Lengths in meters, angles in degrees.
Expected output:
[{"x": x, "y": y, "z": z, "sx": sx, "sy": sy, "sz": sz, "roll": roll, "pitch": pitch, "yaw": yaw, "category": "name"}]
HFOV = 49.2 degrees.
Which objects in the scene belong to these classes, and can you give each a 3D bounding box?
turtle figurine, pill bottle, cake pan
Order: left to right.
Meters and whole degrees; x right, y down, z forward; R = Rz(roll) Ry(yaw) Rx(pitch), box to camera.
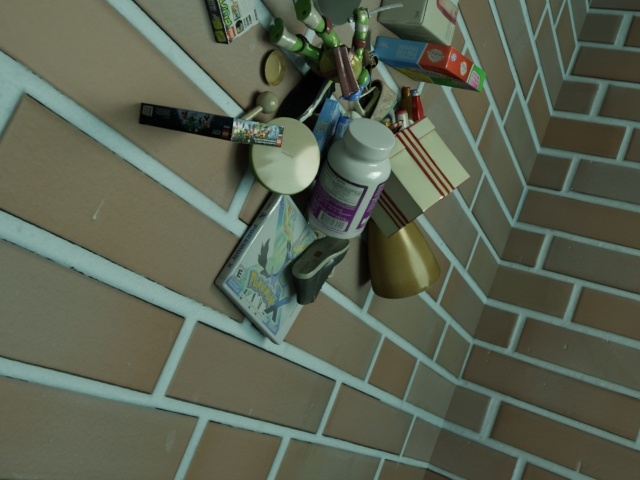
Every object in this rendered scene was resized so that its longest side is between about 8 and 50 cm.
[{"x": 0.017, "y": -0.494, "z": 1.680, "sx": 0.266, "sy": 0.198, "sz": 0.274, "roll": 23, "pitch": 82, "yaw": -43, "category": "turtle figurine"}, {"x": 0.031, "y": -0.668, "z": 1.738, "sx": 0.293, "sy": 0.054, "sz": 0.293, "roll": -32, "pitch": 130, "yaw": -49, "category": "cake pan"}, {"x": 0.082, "y": -0.160, "z": 1.806, "sx": 0.169, "sy": 0.169, "sz": 0.301, "roll": -38, "pitch": 159, "yaw": -46, "category": "pill bottle"}]

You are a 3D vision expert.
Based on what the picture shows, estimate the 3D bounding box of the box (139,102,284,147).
[{"x": -0.211, "y": -0.225, "z": 1.362, "sx": 0.159, "sy": 0.233, "sz": 0.044, "roll": -4, "pitch": 106, "yaw": -58, "category": "box"}]

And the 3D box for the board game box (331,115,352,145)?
[{"x": 0.056, "y": -0.286, "z": 1.864, "sx": 0.090, "sy": 0.020, "sz": 0.090, "roll": -39, "pitch": 149, "yaw": -74, "category": "board game box"}]

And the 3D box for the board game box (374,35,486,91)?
[{"x": 0.337, "y": -0.535, "z": 2.128, "sx": 0.317, "sy": 0.242, "sz": 0.064, "roll": 4, "pitch": 102, "yaw": -59, "category": "board game box"}]

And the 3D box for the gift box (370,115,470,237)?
[{"x": 0.228, "y": -0.188, "z": 2.013, "sx": 0.276, "sy": 0.258, "sz": 0.255, "roll": -33, "pitch": 176, "yaw": -36, "category": "gift box"}]

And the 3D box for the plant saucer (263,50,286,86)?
[{"x": -0.111, "y": -0.409, "z": 1.661, "sx": 0.083, "sy": 0.015, "sz": 0.083, "roll": -33, "pitch": 131, "yaw": -50, "category": "plant saucer"}]

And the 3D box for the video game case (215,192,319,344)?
[{"x": -0.111, "y": 0.076, "z": 1.838, "sx": 0.299, "sy": 0.036, "sz": 0.329, "roll": -59, "pitch": 142, "yaw": -21, "category": "video game case"}]

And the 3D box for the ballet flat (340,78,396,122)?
[{"x": 0.115, "y": -0.348, "z": 2.008, "sx": 0.106, "sy": 0.108, "sz": 0.316, "roll": 52, "pitch": 52, "yaw": -31, "category": "ballet flat"}]

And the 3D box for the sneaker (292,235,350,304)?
[{"x": -0.002, "y": 0.076, "z": 1.907, "sx": 0.222, "sy": 0.083, "sz": 0.118, "roll": -36, "pitch": 141, "yaw": -40, "category": "sneaker"}]

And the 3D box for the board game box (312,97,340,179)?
[{"x": 0.011, "y": -0.260, "z": 1.843, "sx": 0.211, "sy": 0.039, "sz": 0.160, "roll": 65, "pitch": 45, "yaw": -77, "category": "board game box"}]

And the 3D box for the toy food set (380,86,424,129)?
[{"x": 0.257, "y": -0.414, "z": 2.187, "sx": 0.232, "sy": 0.111, "sz": 0.104, "roll": -30, "pitch": 116, "yaw": -49, "category": "toy food set"}]

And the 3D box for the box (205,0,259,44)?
[{"x": -0.194, "y": -0.527, "z": 1.445, "sx": 0.114, "sy": 0.036, "sz": 0.206, "roll": -49, "pitch": 142, "yaw": -37, "category": "box"}]

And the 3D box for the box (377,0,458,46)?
[{"x": 0.295, "y": -0.674, "z": 2.082, "sx": 0.232, "sy": 0.149, "sz": 0.126, "roll": 6, "pitch": 98, "yaw": -60, "category": "box"}]

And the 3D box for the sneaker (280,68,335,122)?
[{"x": -0.016, "y": -0.351, "z": 1.779, "sx": 0.234, "sy": 0.084, "sz": 0.097, "roll": -56, "pitch": 146, "yaw": -29, "category": "sneaker"}]

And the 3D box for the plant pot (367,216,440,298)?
[{"x": 0.248, "y": 0.021, "z": 2.296, "sx": 0.237, "sy": 0.237, "sz": 0.254, "roll": -43, "pitch": 123, "yaw": -42, "category": "plant pot"}]

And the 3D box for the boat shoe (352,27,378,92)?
[{"x": 0.129, "y": -0.507, "z": 1.964, "sx": 0.066, "sy": 0.066, "sz": 0.183, "roll": -19, "pitch": 120, "yaw": -55, "category": "boat shoe"}]

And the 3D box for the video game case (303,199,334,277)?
[{"x": 0.000, "y": 0.000, "z": 2.033, "sx": 0.227, "sy": 0.026, "sz": 0.206, "roll": 13, "pitch": 92, "yaw": -61, "category": "video game case"}]

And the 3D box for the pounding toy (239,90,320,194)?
[{"x": -0.122, "y": -0.218, "z": 1.677, "sx": 0.183, "sy": 0.110, "sz": 0.237, "roll": -47, "pitch": 112, "yaw": -21, "category": "pounding toy"}]
